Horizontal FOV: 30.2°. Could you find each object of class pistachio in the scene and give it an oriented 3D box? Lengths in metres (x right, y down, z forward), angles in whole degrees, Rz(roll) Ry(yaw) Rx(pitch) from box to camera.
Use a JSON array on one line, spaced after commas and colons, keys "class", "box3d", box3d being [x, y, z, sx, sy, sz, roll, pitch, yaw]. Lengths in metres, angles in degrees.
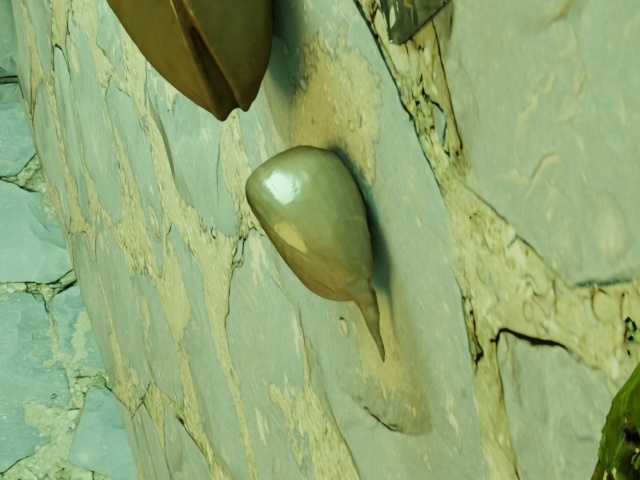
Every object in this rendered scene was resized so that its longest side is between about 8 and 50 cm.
[{"class": "pistachio", "box3d": [-0.123, -0.243, 1.090, 0.261, 0.162, 0.213, 67, -169, 23]}]

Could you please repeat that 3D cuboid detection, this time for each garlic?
[{"class": "garlic", "box3d": [0.003, -0.001, 1.015, 0.198, 0.090, 0.129, 49, 161, 43]}]

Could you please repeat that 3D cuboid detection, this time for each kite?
[{"class": "kite", "box3d": [0.075, -0.204, 0.769, 0.245, 0.015, 0.141, -170, 67, -70]}]

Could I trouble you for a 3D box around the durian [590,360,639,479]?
[{"class": "durian", "box3d": [0.211, -0.004, 0.426, 0.198, 0.163, 0.394, -64, -12, -50]}]
